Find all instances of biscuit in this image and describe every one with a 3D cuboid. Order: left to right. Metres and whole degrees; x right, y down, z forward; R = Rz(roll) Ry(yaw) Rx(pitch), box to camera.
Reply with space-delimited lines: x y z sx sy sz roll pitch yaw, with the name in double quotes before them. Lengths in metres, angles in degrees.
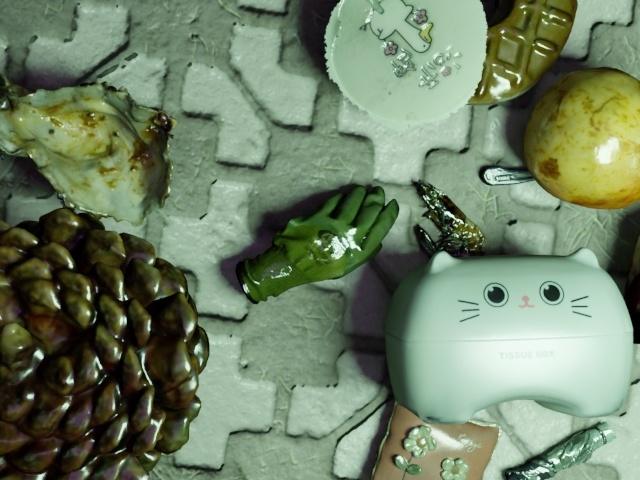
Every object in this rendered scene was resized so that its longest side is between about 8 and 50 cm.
"biscuit" 0.223 -0.361 1.205 0.332 0.103 0.332 0 91 -6

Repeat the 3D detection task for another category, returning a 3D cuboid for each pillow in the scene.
"pillow" 0.176 0.339 1.239 0.179 0.075 0.171 20 90 -7

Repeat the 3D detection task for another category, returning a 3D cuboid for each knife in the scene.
"knife" 0.311 -0.104 1.265 0.121 0.018 0.031 -6 94 -7

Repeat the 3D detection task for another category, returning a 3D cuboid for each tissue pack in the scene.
"tissue pack" 0.263 0.130 1.162 0.333 0.229 0.235 -1 89 -5

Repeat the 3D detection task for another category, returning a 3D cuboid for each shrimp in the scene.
"shrimp" 0.188 -0.021 1.248 0.091 0.034 0.161 -41 96 -2

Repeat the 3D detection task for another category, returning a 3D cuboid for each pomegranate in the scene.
"pomegranate" 0.402 -0.146 1.183 0.215 0.215 0.215 0 92 -5

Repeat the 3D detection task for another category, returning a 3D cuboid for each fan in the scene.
"fan" 0.068 -0.344 1.138 0.233 0.012 0.414 -40 97 10

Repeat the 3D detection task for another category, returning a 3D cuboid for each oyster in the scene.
"oyster" -0.367 -0.140 1.146 0.337 0.133 0.197 16 93 -3

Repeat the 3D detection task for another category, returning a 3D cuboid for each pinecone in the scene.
"pinecone" -0.338 0.168 1.049 0.398 0.398 0.397 0 92 -5

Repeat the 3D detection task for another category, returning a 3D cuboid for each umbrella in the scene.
"umbrella" 0.383 0.347 1.272 0.188 0.050 0.046 -26 116 -4

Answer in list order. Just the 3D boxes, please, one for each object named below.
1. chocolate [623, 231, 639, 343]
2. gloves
"chocolate" 0.579 0.055 1.191 0.284 0.283 0.186 1 76 -5
"gloves" 0.001 0.009 1.203 0.268 0.107 0.135 -34 125 -5
